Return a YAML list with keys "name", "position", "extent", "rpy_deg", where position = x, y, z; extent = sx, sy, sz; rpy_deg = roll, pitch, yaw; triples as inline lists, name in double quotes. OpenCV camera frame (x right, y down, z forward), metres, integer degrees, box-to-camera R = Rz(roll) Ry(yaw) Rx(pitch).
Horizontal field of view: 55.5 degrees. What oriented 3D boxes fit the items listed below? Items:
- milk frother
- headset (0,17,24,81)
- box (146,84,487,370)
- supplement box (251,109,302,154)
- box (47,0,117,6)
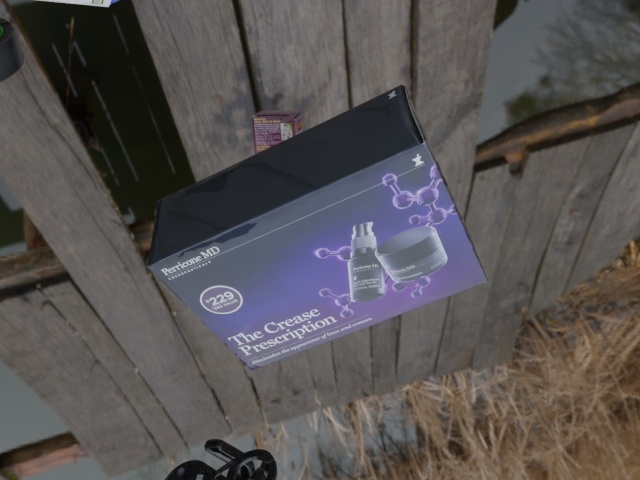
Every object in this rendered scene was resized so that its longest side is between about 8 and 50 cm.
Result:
- name: "milk frother"
  position: [-0.100, 0.327, 0.755]
  extent: [0.143, 0.129, 0.135]
  rpy_deg: [6, 146, 38]
- name: "headset"
  position: [-0.601, -0.304, 0.874]
  extent: [0.243, 0.394, 0.185]
  rpy_deg: [-31, 133, -33]
- name: "box"
  position: [0.000, 0.000, 0.581]
  extent: [0.261, 0.103, 0.184]
  rpy_deg: [-23, 128, 14]
- name: "supplement box"
  position: [-0.052, -0.119, 0.763]
  extent: [0.054, 0.043, 0.083]
  rpy_deg: [2, 111, 12]
- name: "box"
  position: [-0.313, -0.343, 0.778]
  extent: [0.136, 0.028, 0.081]
  rpy_deg: [-16, 159, -44]
